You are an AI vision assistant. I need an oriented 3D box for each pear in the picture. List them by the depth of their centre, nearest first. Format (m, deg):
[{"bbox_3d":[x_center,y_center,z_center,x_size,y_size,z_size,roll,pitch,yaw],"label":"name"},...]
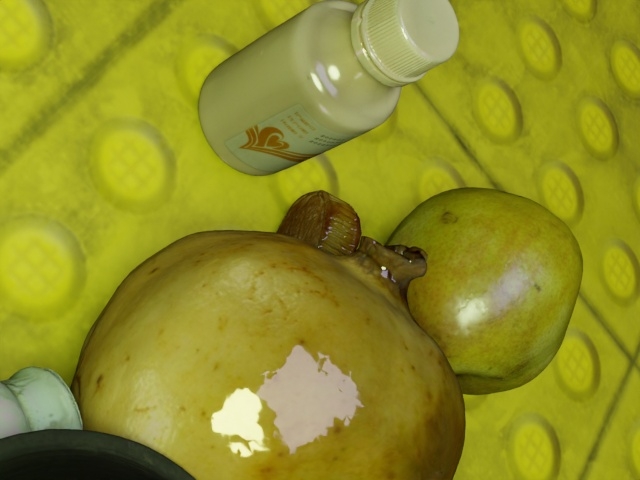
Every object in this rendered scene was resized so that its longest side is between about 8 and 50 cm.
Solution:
[{"bbox_3d":[0.139,0.050,0.996,0.200,0.200,0.200,12,70,-36],"label":"pear"}]

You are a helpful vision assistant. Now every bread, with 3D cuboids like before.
[{"bbox_3d":[0.000,0.000,0.966,0.053,0.085,0.085,32,59,-34],"label":"bread"}]

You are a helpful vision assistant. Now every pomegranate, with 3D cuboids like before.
[{"bbox_3d":[-0.040,0.137,0.778,0.307,0.307,0.307,12,70,-36],"label":"pomegranate"}]

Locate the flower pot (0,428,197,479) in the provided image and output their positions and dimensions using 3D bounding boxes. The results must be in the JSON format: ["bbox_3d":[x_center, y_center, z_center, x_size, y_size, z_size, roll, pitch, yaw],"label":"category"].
[{"bbox_3d":[-0.125,0.206,0.538,0.235,0.148,0.235,5,74,-17],"label":"flower pot"}]

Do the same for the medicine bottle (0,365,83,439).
[{"bbox_3d":[-0.237,0.152,0.684,0.143,0.147,0.147,5,75,-40],"label":"medicine bottle"}]

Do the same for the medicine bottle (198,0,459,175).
[{"bbox_3d":[0.006,-0.137,0.895,0.114,0.252,0.114,12,69,-35],"label":"medicine bottle"}]
